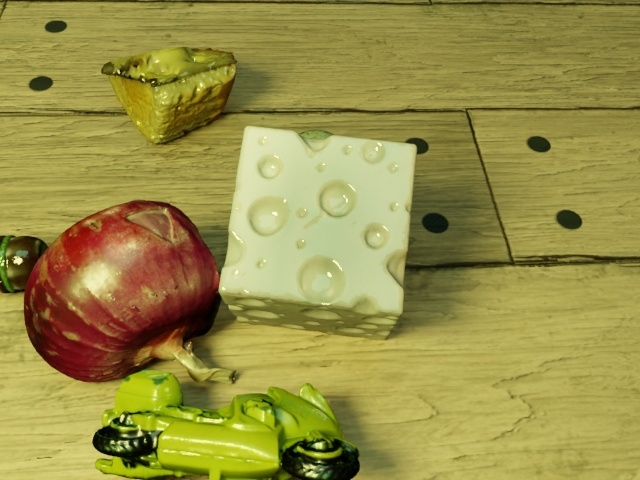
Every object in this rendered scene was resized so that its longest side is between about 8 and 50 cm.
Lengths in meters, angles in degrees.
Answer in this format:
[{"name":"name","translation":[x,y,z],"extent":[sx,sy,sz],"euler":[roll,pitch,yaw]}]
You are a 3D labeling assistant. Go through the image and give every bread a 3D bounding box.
[{"name":"bread","translation":[-0.268,-0.289,1.333],"extent":[0.204,0.162,0.262],"euler":[-30,36,-24]}]

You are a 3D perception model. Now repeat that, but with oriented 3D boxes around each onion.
[{"name":"onion","translation":[-0.289,0.078,0.981],"extent":[0.230,0.256,0.272],"euler":[-22,39,-37]}]

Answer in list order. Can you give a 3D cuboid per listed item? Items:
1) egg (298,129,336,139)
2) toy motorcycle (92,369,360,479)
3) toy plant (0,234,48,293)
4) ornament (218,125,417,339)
[{"name":"egg","translation":[0.001,-0.114,1.224],"extent":[0.132,0.132,0.172],"euler":[-17,68,-17]},{"name":"toy motorcycle","translation":[-0.111,0.250,0.900],"extent":[0.343,0.206,0.142],"euler":[3,82,11]},{"name":"toy plant","translation":[-0.511,0.039,1.086],"extent":[0.163,0.092,0.092],"euler":[-4,51,-7]},{"name":"ornament","translation":[0.000,0.000,1.019],"extent":[0.239,0.239,0.239],"euler":[6,74,3]}]
